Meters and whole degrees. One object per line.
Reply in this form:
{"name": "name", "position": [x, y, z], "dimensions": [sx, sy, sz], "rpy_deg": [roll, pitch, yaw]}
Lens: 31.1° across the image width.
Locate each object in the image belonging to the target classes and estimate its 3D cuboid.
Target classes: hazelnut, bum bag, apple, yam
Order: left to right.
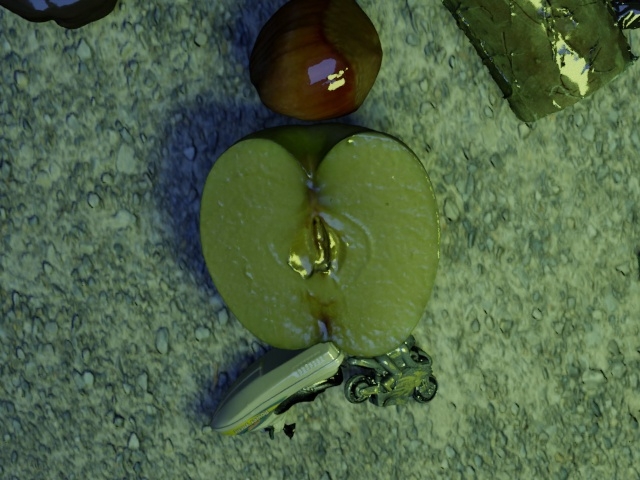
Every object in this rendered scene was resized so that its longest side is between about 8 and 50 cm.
{"name": "hazelnut", "position": [-0.004, -0.279, 1.799], "dimensions": [0.186, 0.210, 0.210], "rpy_deg": [10, 107, -29]}
{"name": "apple", "position": [0.000, 0.000, 1.808], "dimensions": [0.311, 0.320, 0.360], "rpy_deg": [-16, 112, -31]}
{"name": "yam", "position": [0.302, -0.355, 1.717], "dimensions": [0.241, 0.241, 0.348], "rpy_deg": [-33, 104, 12]}
{"name": "bum bag", "position": [0.506, -0.357, 1.797], "dimensions": [0.124, 0.034, 0.058], "rpy_deg": [-2, 90, 5]}

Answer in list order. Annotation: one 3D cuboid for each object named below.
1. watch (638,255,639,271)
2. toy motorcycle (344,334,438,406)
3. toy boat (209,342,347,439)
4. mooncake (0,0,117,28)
{"name": "watch", "position": [0.627, 0.074, 1.881], "dimensions": [0.195, 0.068, 0.237], "rpy_deg": [-14, 98, 6]}
{"name": "toy motorcycle", "position": [0.125, 0.217, 1.934], "dimensions": [0.193, 0.061, 0.124], "rpy_deg": [4, 97, -31]}
{"name": "toy boat", "position": [-0.061, 0.251, 1.950], "dimensions": [0.141, 0.141, 0.269], "rpy_deg": [42, 104, -6]}
{"name": "mooncake", "position": [-0.408, -0.475, 1.795], "dimensions": [0.283, 0.141, 0.283], "rpy_deg": [0, 95, 2]}
